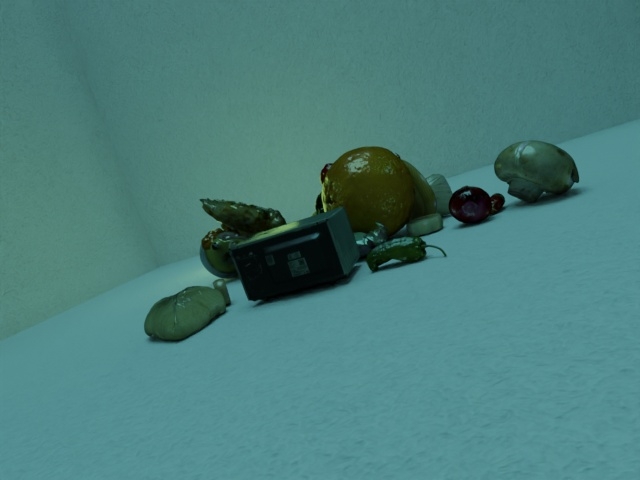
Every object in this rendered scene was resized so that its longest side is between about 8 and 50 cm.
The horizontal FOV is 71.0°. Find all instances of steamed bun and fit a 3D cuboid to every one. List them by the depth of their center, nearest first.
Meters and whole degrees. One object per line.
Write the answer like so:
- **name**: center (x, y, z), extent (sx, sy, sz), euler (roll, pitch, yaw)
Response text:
- **steamed bun**: center (-0.375, 0.187, 1.243), extent (0.231, 0.110, 0.213), euler (-7, 12, 44)

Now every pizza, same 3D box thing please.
- **pizza**: center (-0.269, -0.048, 1.910), extent (0.392, 0.435, 0.080), euler (-3, 57, 43)

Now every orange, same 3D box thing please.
- **orange**: center (0.152, -0.158, 1.565), extent (0.294, 0.340, 0.341), euler (-7, 1, -28)

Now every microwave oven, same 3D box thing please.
- **microwave oven**: center (-0.062, 0.043, 1.261), extent (0.295, 0.181, 0.237), euler (-16, 9, 18)

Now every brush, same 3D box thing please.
- **brush**: center (0.367, -0.193, 1.668), extent (0.166, 0.266, 0.174), euler (-24, -1, -28)

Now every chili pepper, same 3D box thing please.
- **chili pepper**: center (0.219, 0.026, 1.160), extent (0.204, 0.073, 0.072), euler (-14, -6, 21)

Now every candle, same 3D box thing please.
- **candle**: center (0.562, -0.116, 1.451), extent (0.052, 0.051, 0.131), euler (-13, 10, 35)

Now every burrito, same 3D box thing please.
- **burrito**: center (0.103, 0.019, 1.424), extent (0.229, 0.089, 0.144), euler (-14, 22, 39)

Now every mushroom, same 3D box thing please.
- **mushroom**: center (0.670, -0.215, 1.395), extent (0.184, 0.255, 0.255), euler (-61, 6, 4)

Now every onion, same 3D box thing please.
- **onion**: center (0.461, -0.109, 1.387), extent (0.131, 0.131, 0.131), euler (-18, 7, 2)

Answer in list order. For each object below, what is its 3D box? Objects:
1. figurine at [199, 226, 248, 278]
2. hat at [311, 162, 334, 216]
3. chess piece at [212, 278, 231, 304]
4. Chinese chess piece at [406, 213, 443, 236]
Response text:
- **figurine**: center (-0.344, 0.073, 1.771), extent (0.225, 0.204, 0.382), euler (4, 10, -27)
- **hat**: center (0.073, -0.162, 1.886), extent (0.275, 0.331, 0.242), euler (-17, 9, -6)
- **chess piece**: center (-0.300, 0.157, 1.366), extent (0.038, 0.083, 0.084), euler (-20, 7, -13)
- **Chinese chess piece**: center (0.345, -0.052, 1.488), extent (0.122, 0.051, 0.122), euler (-18, 7, 2)
